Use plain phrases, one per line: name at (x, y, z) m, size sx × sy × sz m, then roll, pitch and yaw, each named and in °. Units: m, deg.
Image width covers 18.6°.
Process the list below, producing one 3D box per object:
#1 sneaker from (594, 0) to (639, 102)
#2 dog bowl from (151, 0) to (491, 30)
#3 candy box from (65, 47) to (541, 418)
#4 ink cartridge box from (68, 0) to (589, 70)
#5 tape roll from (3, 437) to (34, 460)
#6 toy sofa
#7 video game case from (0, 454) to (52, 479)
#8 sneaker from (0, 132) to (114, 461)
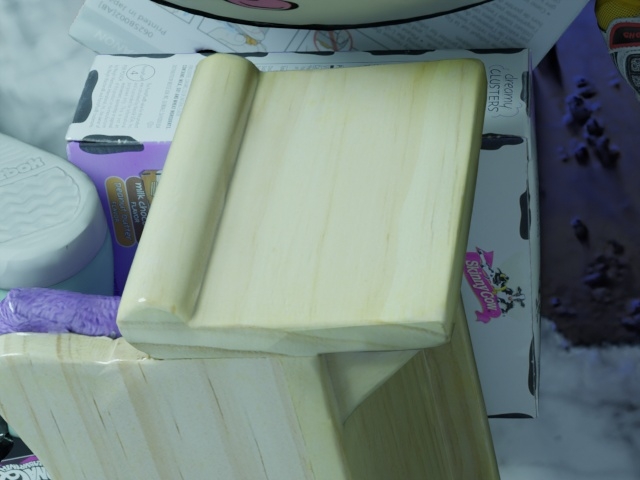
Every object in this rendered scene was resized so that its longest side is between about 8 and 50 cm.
sneaker at (0.209, -0.132, 0.800) m, size 0.225 × 0.088 × 0.093 m, roll -40°, pitch 103°, yaw 21°
dog bowl at (0.006, -0.271, 0.670) m, size 0.408 × 0.150 × 0.407 m, roll 0°, pitch 100°, yaw -3°
candy box at (0.000, 0.000, 0.875) m, size 0.196 × 0.070 × 0.164 m, roll 0°, pitch 129°, yaw 7°
ink cartridge box at (0.020, -0.137, 0.852) m, size 0.189 × 0.066 × 0.232 m, roll 31°, pitch 133°, yaw -8°
tape roll at (-0.249, 0.126, 0.982) m, size 0.219 × 0.072 × 0.219 m, roll 3°, pitch 116°, yaw 6°
toy sofa at (0.001, 0.106, 0.819) m, size 0.177 × 0.150 × 0.362 m, roll -2°, pitch 131°, yaw 15°
video game case at (-0.120, 0.195, 0.949) m, size 0.232 × 0.042 × 0.210 m, roll -9°, pitch 121°, yaw -13°
sneaker at (-0.190, 0.002, 0.874) m, size 0.256 × 0.094 × 0.151 m, roll 31°, pitch 143°, yaw 32°
